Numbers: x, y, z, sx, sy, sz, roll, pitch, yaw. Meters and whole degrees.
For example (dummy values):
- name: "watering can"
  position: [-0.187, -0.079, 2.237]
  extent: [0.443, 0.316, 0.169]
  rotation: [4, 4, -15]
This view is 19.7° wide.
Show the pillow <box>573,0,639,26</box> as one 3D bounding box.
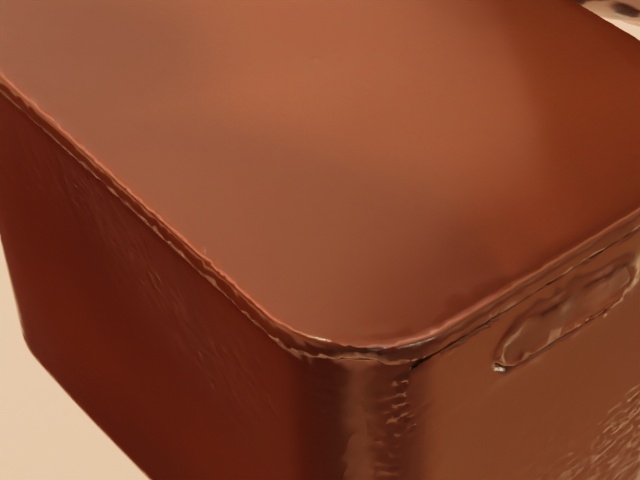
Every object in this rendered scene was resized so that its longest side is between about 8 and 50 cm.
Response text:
- name: "pillow"
  position: [0.201, -0.203, 0.962]
  extent: [0.308, 0.108, 0.305]
  rotation: [10, -23, -19]

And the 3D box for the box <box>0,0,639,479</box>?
- name: "box"
  position: [0.000, 0.000, 0.910]
  extent: [0.239, 0.339, 0.229]
  rotation: [-28, -43, -28]
